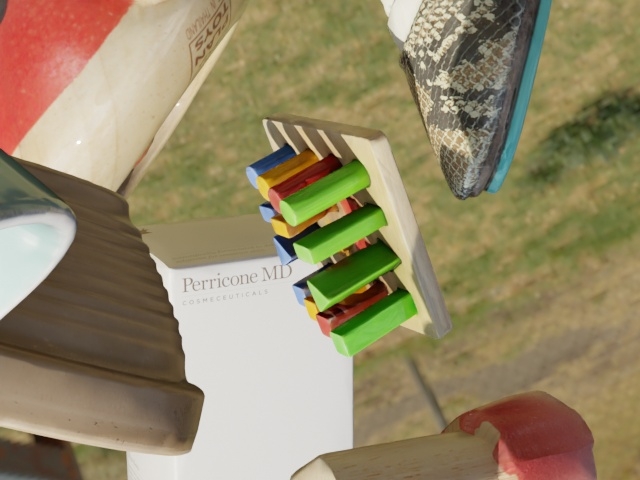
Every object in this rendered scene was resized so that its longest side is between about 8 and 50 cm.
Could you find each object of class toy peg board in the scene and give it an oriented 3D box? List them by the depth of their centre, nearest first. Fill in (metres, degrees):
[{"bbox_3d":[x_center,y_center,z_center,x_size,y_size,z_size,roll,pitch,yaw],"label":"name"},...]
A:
[{"bbox_3d":[0.000,0.000,1.062,0.079,0.161,0.161,-29,-157,-23],"label":"toy peg board"}]

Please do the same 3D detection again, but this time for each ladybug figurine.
[{"bbox_3d":[-0.189,-0.129,1.134,0.305,0.162,0.449,-58,-174,-27],"label":"ladybug figurine"}]

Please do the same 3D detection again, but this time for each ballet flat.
[{"bbox_3d":[0.128,-0.274,1.059,0.182,0.483,0.164,23,172,-1],"label":"ballet flat"}]

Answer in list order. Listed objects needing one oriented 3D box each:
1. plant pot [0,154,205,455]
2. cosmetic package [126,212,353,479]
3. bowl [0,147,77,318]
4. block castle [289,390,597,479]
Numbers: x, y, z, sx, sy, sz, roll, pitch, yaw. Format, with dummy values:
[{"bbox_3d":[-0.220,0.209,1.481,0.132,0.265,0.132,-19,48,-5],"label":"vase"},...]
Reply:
[{"bbox_3d":[-0.160,0.016,0.662,0.237,0.109,0.237,15,176,1],"label":"plant pot"},{"bbox_3d":[-0.082,0.167,1.411,0.197,0.155,0.365,-9,109,-25],"label":"cosmetic package"},{"bbox_3d":[-0.239,0.011,0.390,0.311,0.163,0.311,-32,177,-2],"label":"bowl"},{"bbox_3d":[0.103,0.333,0.742,0.213,0.303,0.453,-3,114,-34],"label":"block castle"}]
